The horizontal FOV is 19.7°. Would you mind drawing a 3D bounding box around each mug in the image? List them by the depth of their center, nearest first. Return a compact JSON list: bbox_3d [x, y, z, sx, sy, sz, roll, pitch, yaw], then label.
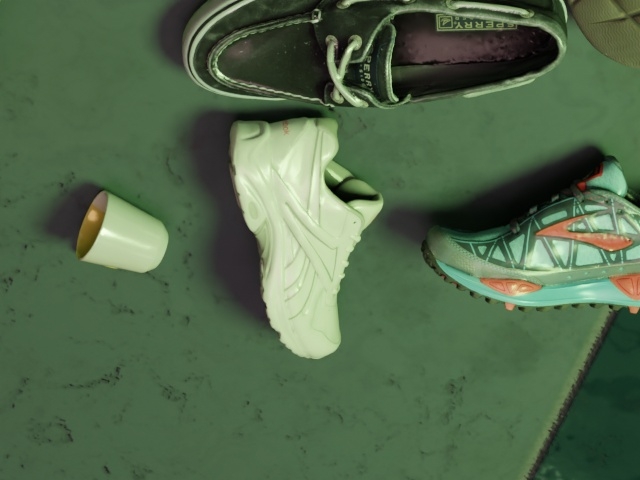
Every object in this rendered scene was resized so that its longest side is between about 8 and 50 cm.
[{"bbox_3d":[-0.166,-0.004,1.554,0.064,0.078,0.062,21,90,-22],"label":"mug"}]

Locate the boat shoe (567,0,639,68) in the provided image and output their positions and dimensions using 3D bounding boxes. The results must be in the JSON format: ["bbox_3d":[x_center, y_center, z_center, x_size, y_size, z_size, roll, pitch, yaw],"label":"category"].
[{"bbox_3d":[0.344,-0.219,1.325,0.355,0.130,0.132,-17,96,41],"label":"boat shoe"}]

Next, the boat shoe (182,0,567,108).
[{"bbox_3d":[0.040,-0.147,1.413,0.301,0.102,0.108,-3,124,4],"label":"boat shoe"}]

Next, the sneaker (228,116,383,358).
[{"bbox_3d":[0.000,0.000,1.526,0.115,0.090,0.232,-11,124,5],"label":"sneaker"}]

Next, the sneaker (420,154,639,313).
[{"bbox_3d":[0.214,-0.013,1.520,0.262,0.104,0.125,2,107,-4],"label":"sneaker"}]
